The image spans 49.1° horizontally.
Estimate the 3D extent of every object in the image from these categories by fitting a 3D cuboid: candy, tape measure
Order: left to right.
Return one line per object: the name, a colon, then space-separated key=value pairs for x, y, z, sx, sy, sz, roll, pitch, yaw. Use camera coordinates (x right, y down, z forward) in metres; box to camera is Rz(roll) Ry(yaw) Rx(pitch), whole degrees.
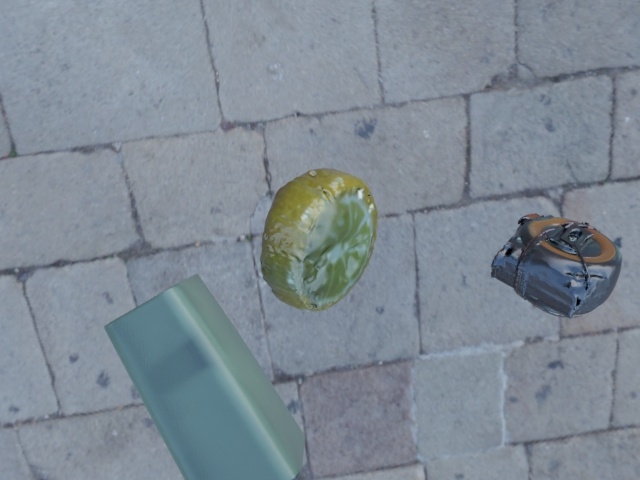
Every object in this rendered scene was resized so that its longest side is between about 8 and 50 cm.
candy: x=0.000 y=0.000 z=1.235 sx=0.260 sy=0.118 sz=0.260 roll=-33 pitch=135 yaw=-41
tape measure: x=0.446 y=0.040 z=1.300 sx=0.202 sy=0.223 sz=0.135 roll=29 pitch=129 yaw=28

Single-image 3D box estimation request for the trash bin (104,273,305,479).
trash bin: x=-0.174 y=0.234 z=1.113 sx=0.158 sy=0.223 sz=0.343 roll=-29 pitch=91 yaw=2
